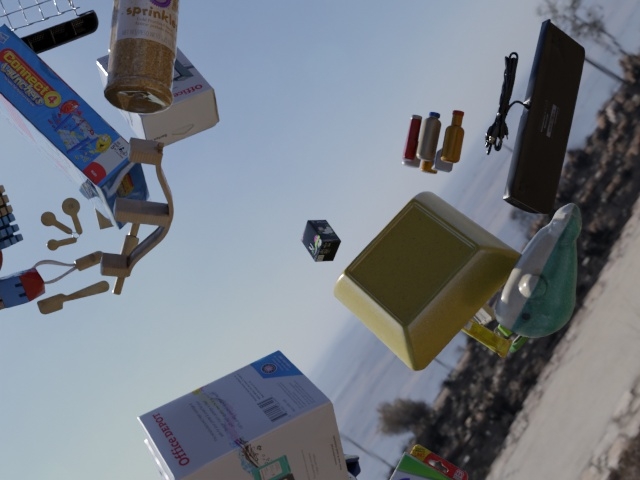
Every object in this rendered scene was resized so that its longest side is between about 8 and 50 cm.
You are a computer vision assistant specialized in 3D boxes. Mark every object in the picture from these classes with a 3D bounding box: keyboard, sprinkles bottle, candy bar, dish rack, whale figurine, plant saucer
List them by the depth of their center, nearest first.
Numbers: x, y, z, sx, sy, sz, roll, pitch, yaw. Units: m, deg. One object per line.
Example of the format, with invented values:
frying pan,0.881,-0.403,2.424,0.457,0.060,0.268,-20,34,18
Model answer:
keyboard,0.348,-0.212,1.414,0.033,0.201,0.317,1,74,51
sprinkles bottle,-0.309,-0.407,1.519,0.121,0.121,0.356,113,159,-73
whale figurine,0.446,0.067,1.651,0.272,0.141,0.216,-65,-12,23
dish rack,-0.599,-0.525,1.744,0.208,0.272,0.074,-32,25,-33
candy bar,0.337,0.194,1.817,0.018,0.161,0.040,21,-82,-47
plant saucer,0.207,0.060,1.852,0.333,0.332,0.081,-47,-45,-2

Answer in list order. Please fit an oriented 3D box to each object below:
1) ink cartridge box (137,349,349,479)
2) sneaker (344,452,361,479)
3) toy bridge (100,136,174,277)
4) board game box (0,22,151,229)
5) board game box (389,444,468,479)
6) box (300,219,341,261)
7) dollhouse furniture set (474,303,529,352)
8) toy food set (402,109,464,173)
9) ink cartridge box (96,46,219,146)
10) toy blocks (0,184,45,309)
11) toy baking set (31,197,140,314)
ink cartridge box,-0.125,0.351,1.404,0.270,0.198,0.197,-23,-61,-20
sneaker,0.026,0.537,1.779,0.296,0.130,0.112,-83,-15,-62
toy bridge,-0.193,-0.032,0.933,0.026,0.063,0.188,-106,31,-45
board game box,-0.437,-0.180,1.476,0.086,0.302,0.308,-45,-3,-13
board game box,0.157,0.509,1.556,0.260,0.124,0.039,-59,-36,-9
box,0.000,0.000,1.965,0.052,0.083,0.062,-1,-50,-32
dollhouse furniture set,0.403,0.177,1.931,0.058,0.152,0.076,-43,-5,-20
toy food set,0.237,-0.211,1.822,0.232,0.111,0.105,107,174,-87
ink cartridge box,-0.423,-0.391,2.235,0.211,0.289,0.122,-27,-36,-20
toy blocks,-0.612,-0.007,1.389,0.260,0.382,0.191,-16,10,19
toy baking set,-0.470,0.030,1.711,0.030,0.196,0.256,-167,88,-74
